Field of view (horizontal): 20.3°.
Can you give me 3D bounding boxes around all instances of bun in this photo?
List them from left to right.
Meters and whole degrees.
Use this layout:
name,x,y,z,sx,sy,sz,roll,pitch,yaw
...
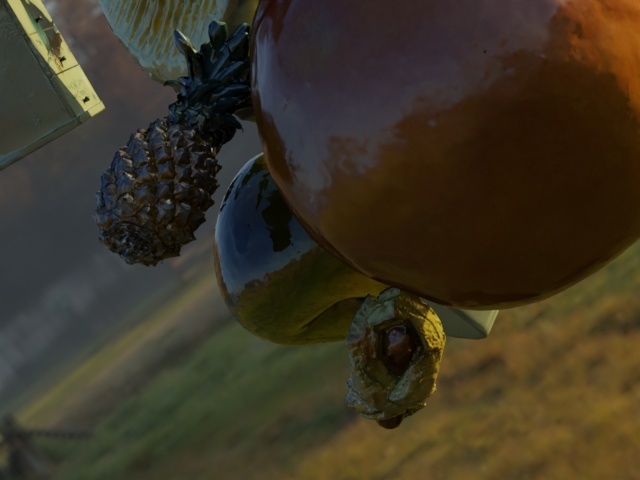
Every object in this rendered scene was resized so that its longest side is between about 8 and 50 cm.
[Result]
name,x,y,z,sx,sy,sz,roll,pitch,yaw
bun,-0.087,-0.247,1.566,0.153,0.244,0.244,-12,-16,-42

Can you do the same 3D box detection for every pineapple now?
name,x,y,z,sx,sy,sz,roll,pitch,yaw
pineapple,-0.105,-0.070,1.341,0.103,0.083,0.221,85,-156,-51

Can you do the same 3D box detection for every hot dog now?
name,x,y,z,sx,sy,sz,roll,pitch,yaw
hot dog,0.058,0.105,1.407,0.169,0.078,0.061,89,-174,-52

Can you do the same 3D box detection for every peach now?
name,x,y,z,sx,sy,sz,roll,pitch,yaw
peach,0.105,-0.127,1.287,0.343,0.301,0.343,-38,26,23

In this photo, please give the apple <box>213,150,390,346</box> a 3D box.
name,x,y,z,sx,sy,sz,roll,pitch,yaw
apple,0.000,0.000,1.510,0.196,0.157,0.196,-10,-21,-4

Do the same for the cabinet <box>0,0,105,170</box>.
name,x,y,z,sx,sy,sz,roll,pitch,yaw
cabinet,-0.395,-0.213,2.254,0.150,0.206,0.145,-29,8,11

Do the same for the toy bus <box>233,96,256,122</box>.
name,x,y,z,sx,sy,sz,roll,pitch,yaw
toy bus,-0.079,-0.317,2.175,0.162,0.194,0.323,-25,54,34

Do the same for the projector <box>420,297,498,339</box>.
name,x,y,z,sx,sy,sz,roll,pitch,yaw
projector,0.099,-0.046,1.772,0.108,0.250,0.198,3,63,53
